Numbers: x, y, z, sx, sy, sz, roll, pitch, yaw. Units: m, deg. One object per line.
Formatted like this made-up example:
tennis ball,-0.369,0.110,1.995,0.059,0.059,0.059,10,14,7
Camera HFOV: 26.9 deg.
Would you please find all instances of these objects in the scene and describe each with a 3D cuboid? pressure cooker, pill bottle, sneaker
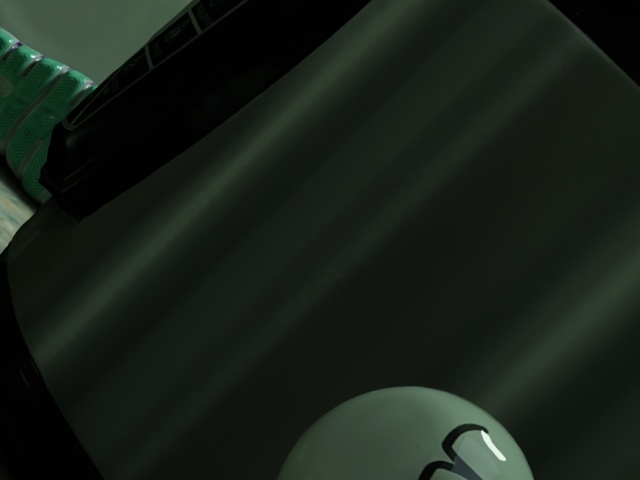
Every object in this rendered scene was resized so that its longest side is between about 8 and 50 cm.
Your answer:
pressure cooker,0.101,0.005,0.630,0.370,0.420,0.375,52,10,32
pill bottle,-0.172,-0.216,1.174,0.204,0.204,0.361,45,8,-2
sneaker,-0.185,-0.087,0.888,0.224,0.083,0.098,44,2,-2

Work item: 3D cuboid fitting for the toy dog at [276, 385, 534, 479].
toy dog,0.119,0.188,0.385,0.161,0.220,0.334,-7,-34,40
